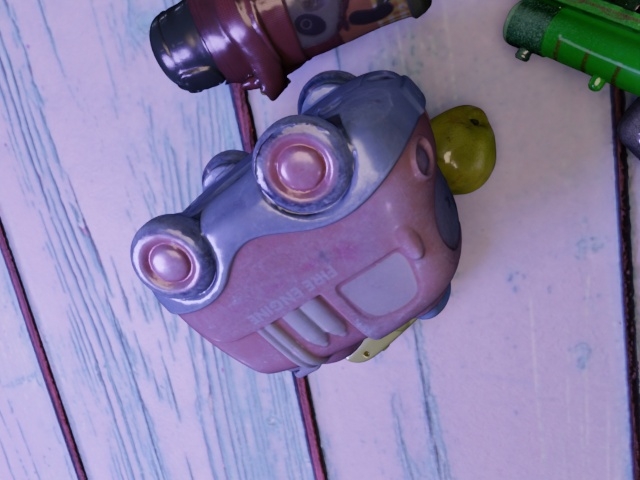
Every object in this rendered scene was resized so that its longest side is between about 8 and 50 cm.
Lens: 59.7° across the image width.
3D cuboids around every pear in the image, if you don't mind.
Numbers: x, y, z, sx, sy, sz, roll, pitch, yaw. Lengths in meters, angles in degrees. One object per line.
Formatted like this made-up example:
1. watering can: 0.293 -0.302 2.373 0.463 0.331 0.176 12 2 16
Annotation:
1. pear: 0.135 -0.092 0.572 0.092 0.092 0.096 20 111 8

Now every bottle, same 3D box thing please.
1. bottle: -0.035 -0.225 0.546 0.272 0.143 0.156 -20 75 16

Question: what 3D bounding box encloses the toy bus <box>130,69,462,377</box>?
1. toy bus: 0.000 0.000 0.512 0.294 0.197 0.231 -33 107 21

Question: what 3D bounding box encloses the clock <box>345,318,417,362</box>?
1. clock: 0.018 0.015 0.640 0.232 0.069 0.170 41 111 -1

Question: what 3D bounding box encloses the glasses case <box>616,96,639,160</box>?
1. glasses case: 0.434 -0.041 0.518 0.323 0.074 0.131 43 112 -1

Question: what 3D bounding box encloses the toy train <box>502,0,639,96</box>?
1. toy train: 0.272 -0.176 0.474 0.251 0.085 0.119 39 113 32
